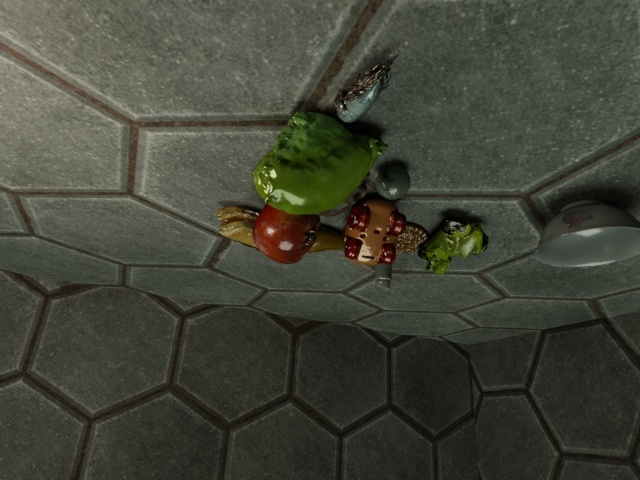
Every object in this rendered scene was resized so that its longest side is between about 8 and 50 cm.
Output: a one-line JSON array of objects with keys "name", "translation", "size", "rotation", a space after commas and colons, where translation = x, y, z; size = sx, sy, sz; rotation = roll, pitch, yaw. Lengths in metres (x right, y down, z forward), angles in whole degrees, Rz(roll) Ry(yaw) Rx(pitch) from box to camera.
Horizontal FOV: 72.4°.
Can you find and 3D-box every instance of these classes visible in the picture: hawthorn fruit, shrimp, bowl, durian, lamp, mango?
[{"name": "hawthorn fruit", "translation": [-0.145, -0.052, 1.526], "size": [0.272, 0.242, 0.242], "rotation": [19, 162, 20]}, {"name": "shrimp", "translation": [0.108, -0.344, 0.976], "size": [0.090, 0.079, 0.233], "rotation": [-24, 174, -37]}, {"name": "bowl", "translation": [0.890, -0.037, 1.461], "size": [0.346, 0.157, 0.345], "rotation": [3, 157, 1]}, {"name": "durian", "translation": [-0.013, -0.192, 1.135], "size": [0.256, 0.339, 0.204], "rotation": [39, 165, -17]}, {"name": "lamp", "translation": [0.217, -0.174, 1.313], "size": [0.105, 0.105, 0.105], "rotation": [3, 157, 1]}, {"name": "mango", "translation": [0.000, 0.000, 1.763], "size": [0.228, 0.099, 0.136], "rotation": [4, 154, -21]}]

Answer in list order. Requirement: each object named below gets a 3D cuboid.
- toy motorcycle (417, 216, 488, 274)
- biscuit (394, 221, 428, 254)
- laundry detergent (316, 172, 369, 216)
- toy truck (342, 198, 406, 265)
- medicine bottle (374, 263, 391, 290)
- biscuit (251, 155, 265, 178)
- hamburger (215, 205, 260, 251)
[{"name": "toy motorcycle", "translation": [0.512, 0.016, 1.679], "size": [0.206, 0.142, 0.342], "rotation": [24, 153, 2]}, {"name": "biscuit", "translation": [0.287, -0.001, 1.784], "size": [0.305, 0.038, 0.305], "rotation": [3, 157, 1]}, {"name": "laundry detergent", "translation": [0.083, -0.158, 1.408], "size": [0.171, 0.076, 0.237], "rotation": [6, 151, -46]}, {"name": "toy truck", "translation": [0.173, -0.041, 1.569], "size": [0.189, 0.239, 0.264], "rotation": [9, 114, -10]}, {"name": "medicine bottle", "translation": [0.295, 0.168, 2.062], "size": [0.080, 0.130, 0.080], "rotation": [3, 158, 1]}, {"name": "biscuit", "translation": [-0.092, -0.197, 1.400], "size": [0.237, 0.026, 0.131], "rotation": [16, 156, -25]}, {"name": "hamburger", "translation": [-0.270, -0.057, 1.659], "size": [0.131, 0.124, 0.262], "rotation": [-32, 146, 25]}]
